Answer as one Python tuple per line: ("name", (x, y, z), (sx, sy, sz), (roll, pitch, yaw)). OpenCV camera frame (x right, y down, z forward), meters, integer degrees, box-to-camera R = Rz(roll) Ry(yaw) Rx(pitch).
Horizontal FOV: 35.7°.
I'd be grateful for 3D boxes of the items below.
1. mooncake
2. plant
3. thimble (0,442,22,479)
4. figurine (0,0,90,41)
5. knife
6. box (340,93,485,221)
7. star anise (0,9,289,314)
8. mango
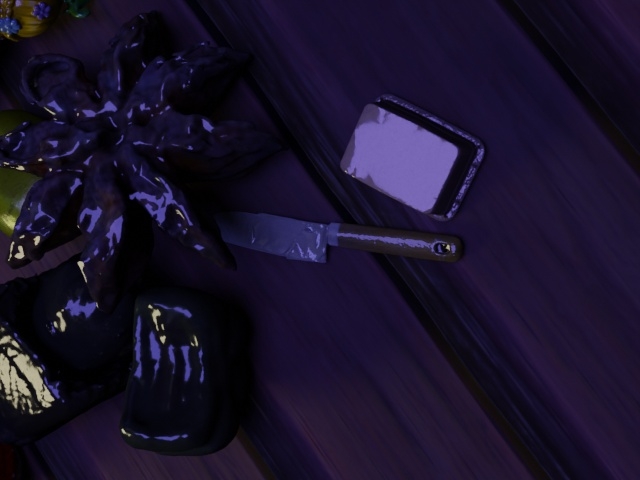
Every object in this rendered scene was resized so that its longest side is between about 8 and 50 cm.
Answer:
("mooncake", (-0.139, 0.131, 1.004), (0.104, 0.168, 0.175), (1, 111, 24))
("plant", (-0.284, 0.117, 1.079), (0.164, 0.142, 0.256), (48, 115, 13))
("thimble", (-0.450, 0.261, 1.145), (0.125, 0.189, 0.163), (-29, 60, 21))
("figurine", (-0.322, -0.247, 1.060), (0.156, 0.095, 0.115), (-2, 67, -17))
("knife", (-0.001, 0.001, 1.008), (0.298, 0.017, 0.047), (8, 105, 22))
("box", (0.083, -0.078, 0.938), (0.122, 0.062, 0.089), (29, 107, 17))
("star anise", (-0.197, -0.088, 0.992), (0.332, 0.117, 0.331), (-4, 74, 13))
("mango", (-0.321, -0.073, 1.099), (0.117, 0.089, 0.163), (-25, 86, 19))
